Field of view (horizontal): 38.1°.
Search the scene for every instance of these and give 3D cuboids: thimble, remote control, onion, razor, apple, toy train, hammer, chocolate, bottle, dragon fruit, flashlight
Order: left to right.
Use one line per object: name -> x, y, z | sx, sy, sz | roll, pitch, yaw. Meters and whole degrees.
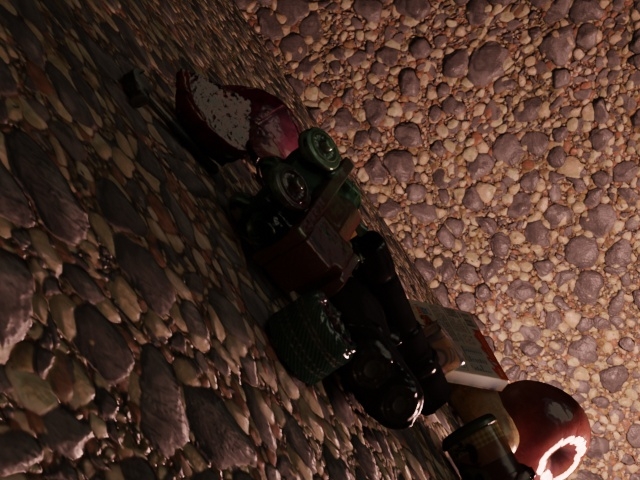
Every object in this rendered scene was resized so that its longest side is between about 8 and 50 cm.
hammer -> -0.239, -0.188, 1.508 | 0.246, 0.029, 0.103 | 48, 13, -48
dragon fruit -> -0.206, -0.204, 1.591 | 0.161, 0.120, 0.127 | 28, 53, -32
remote control -> -0.125, -0.189, 2.099 | 0.063, 0.025, 0.245 | 52, 8, 9
onion -> -0.096, -0.232, 1.984 | 0.247, 0.111, 0.250 | 52, 6, 26
toy train -> -0.019, -0.050, 1.572 | 0.221, 0.150, 0.304 | 49, 36, -13
thimble -> -0.010, 0.141, 1.346 | 0.118, 0.090, 0.135 | 63, 9, 25
razor -> 0.075, 0.183, 1.575 | 0.189, 0.107, 0.327 | 53, 7, -18
flashlight -> 0.150, 0.163, 1.793 | 0.103, 0.103, 0.424 | -108, 174, -60
chocolate -> 0.413, 0.441, 2.386 | 0.134, 0.134, 0.309 | 47, 14, -43
bottle -> 0.374, 0.501, 1.920 | 0.271, 0.143, 0.156 | 60, 10, 17
apple -> 0.576, 0.517, 2.507 | 0.306, 0.305, 0.235 | 48, 1, -42

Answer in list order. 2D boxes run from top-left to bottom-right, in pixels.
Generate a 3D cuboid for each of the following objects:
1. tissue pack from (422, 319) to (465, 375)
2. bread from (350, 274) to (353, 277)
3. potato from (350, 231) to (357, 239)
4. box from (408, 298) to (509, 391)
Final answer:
tissue pack -> 0.215, 0.249, 1.946 | 0.109, 0.148, 0.060 | 53, 8, -23
bread -> 0.139, 0.166, 2.171 | 0.301, 0.045, 0.301 | 52, 8, -11
potato -> 0.033, -0.037, 2.132 | 0.109, 0.118, 0.178 | -13, 81, -43
box -> 0.325, 0.265, 2.401 | 0.264, 0.048, 0.273 | 15, 32, -27
